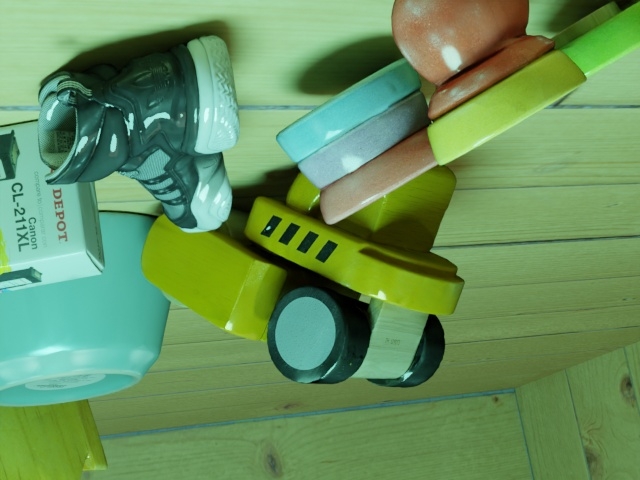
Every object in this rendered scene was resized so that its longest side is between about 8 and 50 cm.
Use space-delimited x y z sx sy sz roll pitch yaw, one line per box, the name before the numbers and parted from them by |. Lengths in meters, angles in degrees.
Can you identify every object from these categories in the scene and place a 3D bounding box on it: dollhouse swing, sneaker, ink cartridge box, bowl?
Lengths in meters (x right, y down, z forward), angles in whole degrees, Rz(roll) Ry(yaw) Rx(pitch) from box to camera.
dollhouse swing | -0.520 0.216 1.578 0.305 0.315 0.347 -30 159 22
sneaker | -0.151 -0.077 1.044 0.153 0.101 0.268 -6 159 -11
ink cartridge box | -0.282 -0.024 1.088 0.175 0.127 0.072 -11 163 0
bowl | -0.300 0.090 1.444 0.311 0.163 0.311 -9 165 -3

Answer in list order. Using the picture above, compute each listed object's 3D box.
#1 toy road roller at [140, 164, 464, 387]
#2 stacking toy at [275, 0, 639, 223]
toy road roller | 0.000 0.000 1.333 0.329 0.240 0.202 25 -172 35
stacking toy | 0.115 -0.148 1.031 0.279 0.130 0.309 -32 -177 -34
